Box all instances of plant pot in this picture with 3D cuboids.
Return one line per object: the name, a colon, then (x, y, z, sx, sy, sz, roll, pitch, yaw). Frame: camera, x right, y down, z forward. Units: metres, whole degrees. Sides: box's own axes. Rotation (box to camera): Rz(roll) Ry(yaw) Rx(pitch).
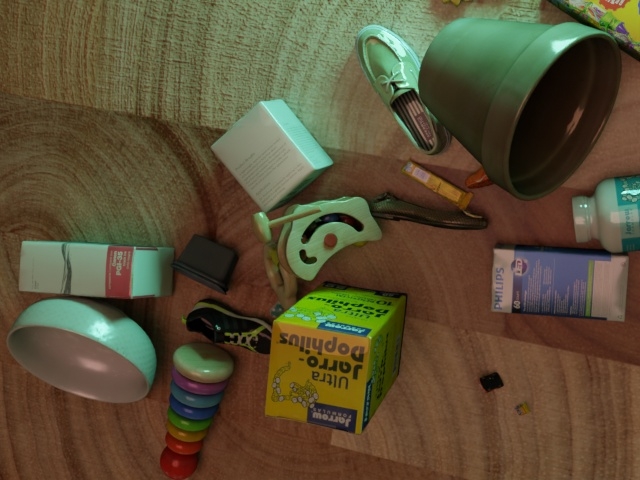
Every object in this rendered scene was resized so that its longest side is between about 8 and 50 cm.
plant pot: (0.342, -0.275, 1.653, 0.280, 0.323, 0.323, 34, 109, 36)

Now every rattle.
rattle: (-0.049, 0.087, 1.970, 0.130, 0.142, 0.200, 10, 122, 47)

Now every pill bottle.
pill bottle: (0.616, -0.054, 1.688, 0.264, 0.146, 0.146, -7, 97, 17)

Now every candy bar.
candy bar: (0.240, -0.118, 1.854, 0.161, 0.018, 0.040, 32, 103, 10)

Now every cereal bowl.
cereal bowl: (-0.525, 0.230, 2.026, 0.338, 0.141, 0.339, 11, 146, 8)

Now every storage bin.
storage bin: (-0.250, 0.052, 1.998, 0.135, 0.098, 0.091, 25, 78, 11)

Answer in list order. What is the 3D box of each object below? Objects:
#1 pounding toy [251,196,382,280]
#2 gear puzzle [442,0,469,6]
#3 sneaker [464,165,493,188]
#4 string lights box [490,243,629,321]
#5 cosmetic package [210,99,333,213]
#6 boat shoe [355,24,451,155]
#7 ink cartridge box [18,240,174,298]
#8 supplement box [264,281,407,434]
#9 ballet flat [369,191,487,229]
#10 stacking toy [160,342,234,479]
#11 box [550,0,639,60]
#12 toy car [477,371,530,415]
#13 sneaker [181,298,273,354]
pounding toy: (0.000, 0.000, 1.812, 0.269, 0.155, 0.154, -10, 97, -18)
gear puzzle: (0.350, -0.597, 1.731, 0.175, 0.044, 0.339, 39, 110, 5)
sneaker: (0.365, -0.162, 1.796, 0.175, 0.064, 0.067, -33, 74, 12)
string lights box: (0.477, 0.082, 1.788, 0.259, 0.077, 0.133, 4, 100, 16)
cosmetic package: (-0.099, -0.179, 1.873, 0.151, 0.151, 0.184, -39, 88, 18)
boat shoe: (0.169, -0.306, 1.802, 0.109, 0.094, 0.302, -35, 89, 19)
ink cartridge box: (-0.499, 0.064, 1.998, 0.283, 0.207, 0.117, 3, 90, 16)
supplement box: (0.041, 0.222, 1.794, 0.194, 0.356, 0.195, 8, 102, 14)
ballet flat: (0.223, -0.060, 1.844, 0.249, 0.084, 0.058, 9, 86, 19)
stacking toy: (-0.297, 0.407, 2.057, 0.141, 0.141, 0.330, 19, 111, 12)
box: (0.593, -0.496, 1.603, 0.279, 0.177, 0.290, 36, 107, 9)
toy car: (0.377, 0.333, 1.875, 0.122, 0.060, 0.040, 50, 141, 10)
sneaker: (-0.202, 0.212, 1.992, 0.234, 0.097, 0.084, 20, 125, 16)
